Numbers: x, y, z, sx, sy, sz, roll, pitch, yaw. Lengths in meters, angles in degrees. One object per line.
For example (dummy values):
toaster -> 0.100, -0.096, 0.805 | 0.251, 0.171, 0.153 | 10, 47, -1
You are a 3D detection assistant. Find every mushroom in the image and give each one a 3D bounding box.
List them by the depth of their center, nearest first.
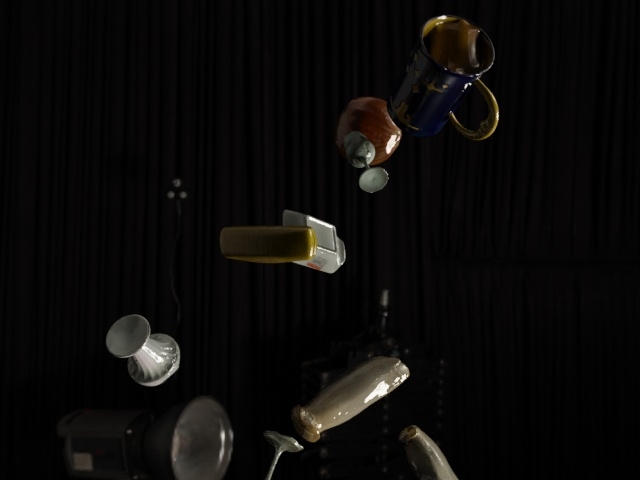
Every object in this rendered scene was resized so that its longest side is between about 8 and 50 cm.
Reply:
mushroom -> 0.286, 0.574, 1.259 | 0.097, 0.351, 0.109 | -30, -172, -7
mushroom -> 0.087, 0.495, 1.767 | 0.408, 0.137, 0.154 | -23, -161, -25

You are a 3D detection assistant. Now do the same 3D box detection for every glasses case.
glasses case -> -0.114, 0.007, 1.173 | 0.234, 0.078, 0.064 | 0, -170, 28

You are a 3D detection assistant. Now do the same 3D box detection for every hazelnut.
hazelnut -> 0.148, -0.329, 1.660 | 0.215, 0.214, 0.176 | 2, -168, 29

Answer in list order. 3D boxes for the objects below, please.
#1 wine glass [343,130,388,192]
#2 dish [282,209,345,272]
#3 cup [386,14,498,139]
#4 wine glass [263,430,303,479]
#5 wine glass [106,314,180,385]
wine glass -> 0.112, -0.210, 1.427 | 0.079, 0.079, 0.195 | 1, -141, -16
dish -> 0.000, 0.000, 1.532 | 0.064, 0.153, 0.234 | -24, 150, 35
cup -> 0.283, -0.344, 1.303 | 0.179, 0.254, 0.256 | -5, 156, -17
wine glass -> -0.146, 0.667, 1.536 | 0.156, 0.232, 0.156 | 15, 142, 12
wine glass -> -0.517, 0.314, 1.586 | 0.165, 0.164, 0.196 | 2, 147, 16
